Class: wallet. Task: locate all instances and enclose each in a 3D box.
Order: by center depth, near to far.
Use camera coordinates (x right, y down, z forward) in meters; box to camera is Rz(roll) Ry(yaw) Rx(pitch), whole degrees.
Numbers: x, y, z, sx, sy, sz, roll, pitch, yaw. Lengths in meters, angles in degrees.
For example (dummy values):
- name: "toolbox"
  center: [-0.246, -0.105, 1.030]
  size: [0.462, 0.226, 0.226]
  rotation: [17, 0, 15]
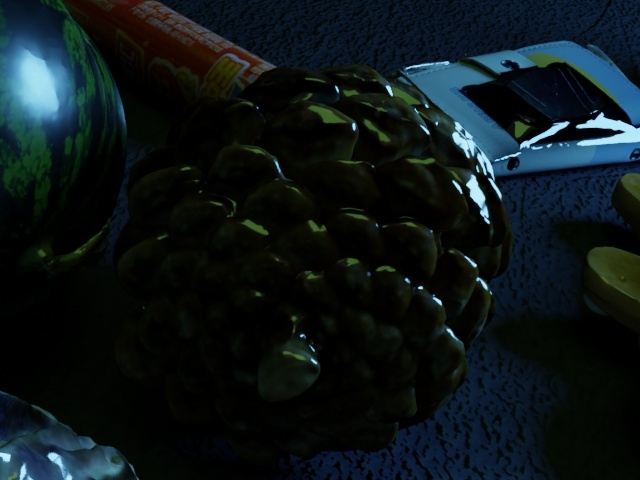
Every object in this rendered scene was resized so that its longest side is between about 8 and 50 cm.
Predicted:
- name: "wallet"
  center: [0.190, -0.125, 1.023]
  size: [0.231, 0.069, 0.170]
  rotation: [-10, 45, -28]

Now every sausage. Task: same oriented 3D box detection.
- name: "sausage"
  center: [-0.142, -0.169, 0.966]
  size: [0.274, 0.074, 0.074]
  rotation: [34, 39, 27]

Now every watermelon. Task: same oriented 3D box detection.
- name: "watermelon"
  center: [-0.240, -0.060, 0.613]
  size: [0.269, 0.269, 0.269]
  rotation: [9, 34, -6]

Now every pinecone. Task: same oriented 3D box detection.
- name: "pinecone"
  center: [0.000, 0.000, 0.650]
  size: [0.224, 0.224, 0.272]
  rotation: [16, 31, 5]

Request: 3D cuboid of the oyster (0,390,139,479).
- name: "oyster"
  center: [-0.142, 0.140, 0.381]
  size: [0.100, 0.275, 0.271]
  rotation: [32, 49, 22]

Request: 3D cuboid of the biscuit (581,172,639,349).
- name: "biscuit"
  center: [0.285, 0.059, 0.798]
  size: [0.216, 0.047, 0.339]
  rotation: [20, 32, 3]
